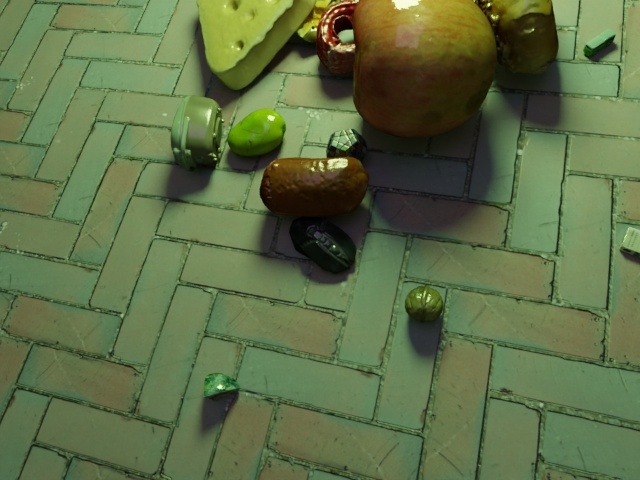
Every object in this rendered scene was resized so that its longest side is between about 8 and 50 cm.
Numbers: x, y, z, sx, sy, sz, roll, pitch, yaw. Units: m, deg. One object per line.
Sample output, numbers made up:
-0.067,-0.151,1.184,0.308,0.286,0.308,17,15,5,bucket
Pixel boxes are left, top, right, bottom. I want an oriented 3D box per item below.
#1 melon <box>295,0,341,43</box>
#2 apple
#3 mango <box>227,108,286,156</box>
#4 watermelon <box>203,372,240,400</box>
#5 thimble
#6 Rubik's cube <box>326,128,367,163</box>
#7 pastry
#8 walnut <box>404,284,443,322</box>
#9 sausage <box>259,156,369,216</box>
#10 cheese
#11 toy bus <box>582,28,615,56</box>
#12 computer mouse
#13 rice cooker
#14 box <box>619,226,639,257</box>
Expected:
-0.006,-0.644,1.579,0.160,0.079,0.128,-53,50,3,melon
0.238,-0.425,1.282,0.364,0.364,0.363,-4,67,9,apple
-0.168,-0.283,1.454,0.163,0.089,0.117,-36,73,8,mango
-0.226,0.340,1.224,0.085,0.085,0.061,26,115,20,watermelon
0.079,-0.560,1.477,0.190,0.125,0.163,-31,84,-6,thimble
0.066,-0.233,1.377,0.111,0.093,0.111,-4,66,8,Rubik's cube
0.479,-0.563,1.343,0.184,0.284,0.315,-11,71,27,pastry
0.229,0.141,1.194,0.092,0.092,0.092,-4,67,9,walnut
-0.015,-0.132,1.314,0.268,0.153,0.141,0,102,13,sausage
-0.180,-0.660,1.564,0.384,0.104,0.383,-8,69,22,cheese
0.723,-0.513,1.398,0.083,0.037,0.031,-33,66,-5,toy bus
0.000,0.000,1.308,0.192,0.062,0.106,37,79,24,computer mouse
-0.330,-0.291,1.453,0.127,0.145,0.206,0,70,0,rice cooker
0.711,0.010,1.186,0.083,0.024,0.054,24,72,20,box
